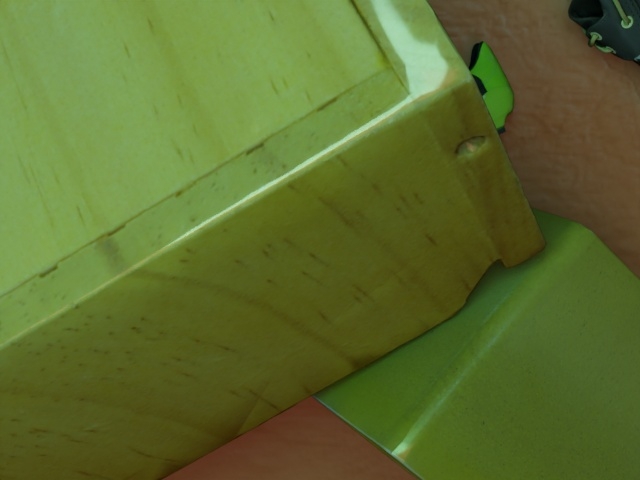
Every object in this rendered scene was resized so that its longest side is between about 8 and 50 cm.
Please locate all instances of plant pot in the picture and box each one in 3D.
[{"bbox_3d":[0.124,0.089,0.874,0.212,0.212,0.187,41,83,-26],"label":"plant pot"}]

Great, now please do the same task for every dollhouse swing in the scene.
[{"bbox_3d":[-0.119,-0.075,0.721,0.347,0.315,0.305,-31,63,6],"label":"dollhouse swing"}]

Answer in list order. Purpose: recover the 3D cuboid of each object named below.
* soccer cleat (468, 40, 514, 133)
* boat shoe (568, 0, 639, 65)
[{"bbox_3d":[0.047,-0.084,0.911,0.179,0.060,0.072,-21,96,-2],"label":"soccer cleat"},{"bbox_3d":[0.193,-0.169,0.859,0.069,0.081,0.227,-28,121,9],"label":"boat shoe"}]
